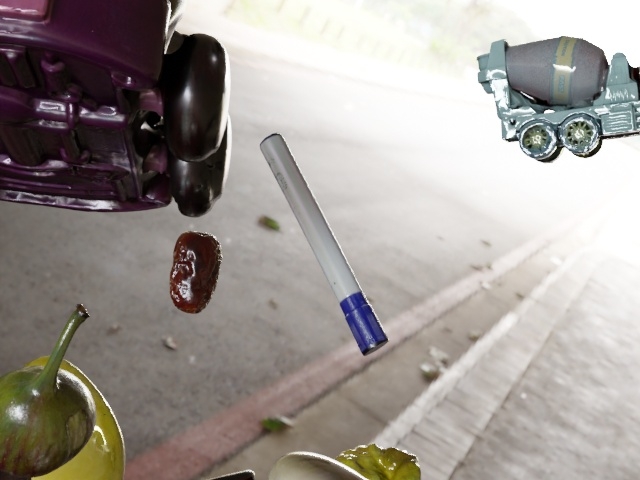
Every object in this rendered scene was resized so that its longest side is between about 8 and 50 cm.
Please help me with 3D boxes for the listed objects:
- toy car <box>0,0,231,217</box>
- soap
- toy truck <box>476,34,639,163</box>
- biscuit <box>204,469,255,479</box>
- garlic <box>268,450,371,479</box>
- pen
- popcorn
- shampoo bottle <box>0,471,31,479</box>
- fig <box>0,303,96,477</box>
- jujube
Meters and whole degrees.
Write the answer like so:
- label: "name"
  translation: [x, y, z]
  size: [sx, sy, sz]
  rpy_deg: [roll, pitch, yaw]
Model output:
- label: "toy car"
  translation: [-0.184, -0.157, 0.721]
  size: [0.271, 0.240, 0.340]
  rpy_deg: [7, -14, -6]
- label: "soap"
  translation: [-0.478, 0.402, 1.893]
  size: [0.115, 0.427, 0.306]
  rpy_deg: [-2, 41, -51]
- label: "toy truck"
  translation: [0.304, -0.165, 1.196]
  size: [0.257, 0.140, 0.108]
  rpy_deg: [-7, -2, 18]
- label: "biscuit"
  translation: [-0.138, 0.439, 1.477]
  size: [0.151, 0.235, 0.063]
  rpy_deg: [0, -14, -42]
- label: "garlic"
  translation: [0.021, 0.254, 0.967]
  size: [0.174, 0.099, 0.124]
  rpy_deg: [32, -12, 28]
- label: "pen"
  translation: [0.000, 0.000, 1.172]
  size: [0.033, 0.033, 0.269]
  rpy_deg: [7, 51, -59]
- label: "popcorn"
  translation: [0.080, 0.385, 1.584]
  size: [0.156, 0.197, 0.197]
  rpy_deg: [-15, 28, -18]
- label: "shampoo bottle"
  translation: [-0.520, 0.362, 1.437]
  size: [0.084, 0.129, 0.323]
  rpy_deg: [-9, 3, 31]
- label: "fig"
  translation: [-0.328, 0.180, 1.317]
  size: [0.149, 0.245, 0.149]
  rpy_deg: [18, 37, -14]
- label: "jujube"
  translation: [-0.193, 0.049, 1.684]
  size: [0.077, 0.129, 0.077]
  rpy_deg: [6, -14, 1]
